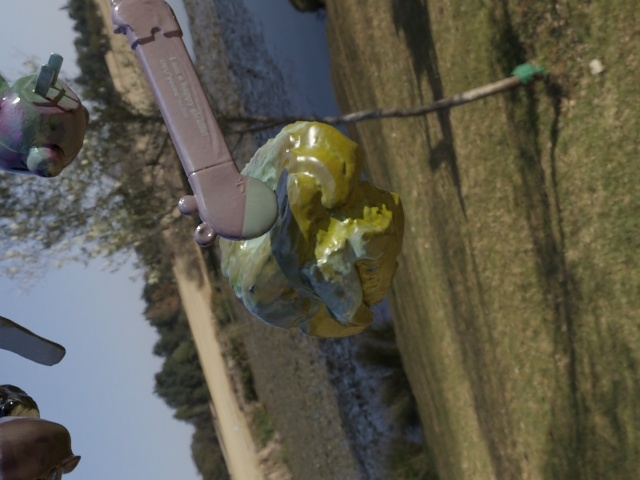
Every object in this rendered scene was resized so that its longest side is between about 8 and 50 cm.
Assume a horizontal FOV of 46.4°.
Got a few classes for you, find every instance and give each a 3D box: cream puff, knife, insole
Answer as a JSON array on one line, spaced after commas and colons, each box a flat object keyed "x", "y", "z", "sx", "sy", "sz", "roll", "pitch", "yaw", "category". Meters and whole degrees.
[{"x": 0.000, "y": 0.000, "z": 1.272, "sx": 0.378, "sy": 0.275, "sz": 0.378, "roll": -36, "pitch": 46, "yaw": 50, "category": "cream puff"}, {"x": -0.182, "y": -0.175, "z": 1.031, "sx": 0.399, "sy": 0.132, "sz": 0.038, "roll": 66, "pitch": 158, "yaw": 10, "category": "knife"}, {"x": -0.492, "y": 0.153, "z": 1.176, "sx": 0.192, "sy": 0.063, "sz": 0.010, "roll": 32, "pitch": -162, "yaw": -36, "category": "insole"}]

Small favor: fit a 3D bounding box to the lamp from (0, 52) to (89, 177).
[{"x": -0.579, "y": -0.255, "z": 1.381, "sx": 0.247, "sy": 0.301, "sz": 0.247, "roll": -58, "pitch": 16, "yaw": 27, "category": "lamp"}]

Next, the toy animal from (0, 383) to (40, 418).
[{"x": -0.831, "y": 0.430, "z": 1.805, "sx": 0.212, "sy": 0.266, "sz": 0.213, "roll": 17, "pitch": -90, "yaw": -71, "category": "toy animal"}]

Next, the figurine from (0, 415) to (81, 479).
[{"x": -0.576, "y": 0.520, "z": 1.492, "sx": 0.206, "sy": 0.218, "sz": 0.365, "roll": 18, "pitch": -139, "yaw": -60, "category": "figurine"}]
